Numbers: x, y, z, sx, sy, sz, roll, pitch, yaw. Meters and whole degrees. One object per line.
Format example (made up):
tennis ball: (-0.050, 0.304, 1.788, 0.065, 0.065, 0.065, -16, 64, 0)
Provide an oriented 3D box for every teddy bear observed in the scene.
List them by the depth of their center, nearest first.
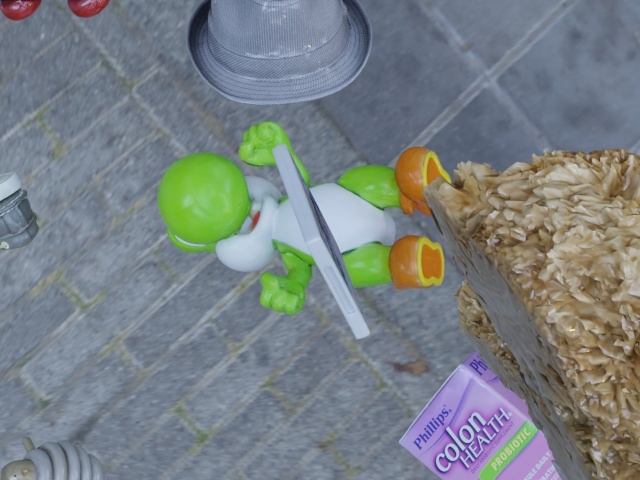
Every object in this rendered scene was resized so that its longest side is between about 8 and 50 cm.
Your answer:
teddy bear: (0.161, 0.084, 0.564, 0.113, 0.245, 0.338, -32, 112, -7)

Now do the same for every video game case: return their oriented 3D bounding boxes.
video game case: (0.000, 0.000, 1.242, 0.019, 0.157, 0.143, -25, 131, 4)

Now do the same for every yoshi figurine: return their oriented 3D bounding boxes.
yoshi figurine: (-0.043, -0.030, 1.473, 0.203, 0.362, 0.203, -55, 138, -49)

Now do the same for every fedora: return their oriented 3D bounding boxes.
fedora: (-0.057, -0.305, 1.623, 0.244, 0.124, 0.275, -3, 42, 1)

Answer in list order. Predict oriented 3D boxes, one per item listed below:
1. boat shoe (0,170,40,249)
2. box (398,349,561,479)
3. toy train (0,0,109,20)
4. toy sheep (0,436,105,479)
boat shoe: (-0.470, -0.030, 1.744, 0.109, 0.305, 0.091, -35, 105, -26)
box: (0.239, 0.218, 1.336, 0.243, 0.213, 0.117, 39, 113, 11)
toy train: (-0.275, -0.282, 1.127, 0.105, 0.248, 0.143, 47, 56, -47)
toy sheep: (-0.272, 0.251, 1.326, 0.132, 0.091, 0.091, 9, 78, -33)
